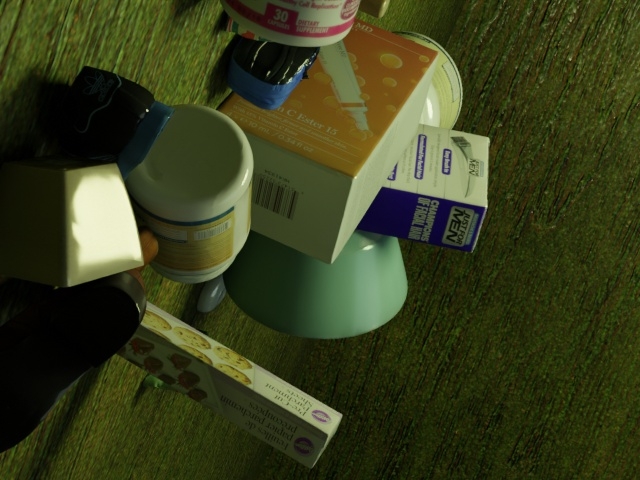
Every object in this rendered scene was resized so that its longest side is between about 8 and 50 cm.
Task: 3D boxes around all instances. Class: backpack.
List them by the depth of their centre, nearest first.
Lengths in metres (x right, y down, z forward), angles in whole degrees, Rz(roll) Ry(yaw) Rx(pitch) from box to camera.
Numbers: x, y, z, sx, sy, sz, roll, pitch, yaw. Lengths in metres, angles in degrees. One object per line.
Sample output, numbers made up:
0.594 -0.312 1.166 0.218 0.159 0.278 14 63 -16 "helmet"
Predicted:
-0.064 -0.225 1.560 0.120 0.098 0.101 -59 174 -37 "backpack"

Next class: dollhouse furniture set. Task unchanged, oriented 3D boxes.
-0.222 0.192 1.935 0.152 0.076 0.059 -45 146 -71 "dollhouse furniture set"

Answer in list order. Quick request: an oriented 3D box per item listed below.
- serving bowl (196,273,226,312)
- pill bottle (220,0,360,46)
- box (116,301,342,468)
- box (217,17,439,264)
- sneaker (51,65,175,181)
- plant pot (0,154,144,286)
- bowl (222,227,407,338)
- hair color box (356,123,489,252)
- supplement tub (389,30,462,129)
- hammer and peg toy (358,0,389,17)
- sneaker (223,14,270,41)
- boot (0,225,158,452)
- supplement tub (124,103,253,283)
-0.177 0.086 2.021 0.083 0.027 0.083 -61 171 -17 "serving bowl"
-0.006 -0.365 1.286 0.160 0.160 0.283 -54 166 -51 "pill bottle"
-0.129 0.185 1.589 0.063 0.324 0.067 -65 170 25 "box"
0.002 -0.164 1.733 0.345 0.215 0.168 -57 167 -45 "box"
-0.210 -0.099 1.134 0.081 0.090 0.232 -62 -167 -25 "sneaker"
-0.231 -0.023 1.063 0.109 0.109 0.096 -19 114 -57 "plant pot"
0.000 0.000 1.971 0.311 0.311 0.163 -54 158 -50 "bowl"
0.091 -0.106 1.897 0.185 0.339 0.110 -79 179 -49 "hair color box"
0.114 -0.239 2.144 0.235 0.235 0.325 -68 171 22 "supplement tub"
0.066 -0.430 1.642 0.361 0.127 0.266 -60 170 -30 "hammer and peg toy"
-0.056 -0.287 1.493 0.161 0.075 0.057 -53 166 -52 "sneaker"
-0.280 0.088 1.185 0.264 0.096 0.280 -42 -167 3 "boot"
-0.151 -0.047 1.378 0.144 0.144 0.200 -60 171 -27 "supplement tub"
